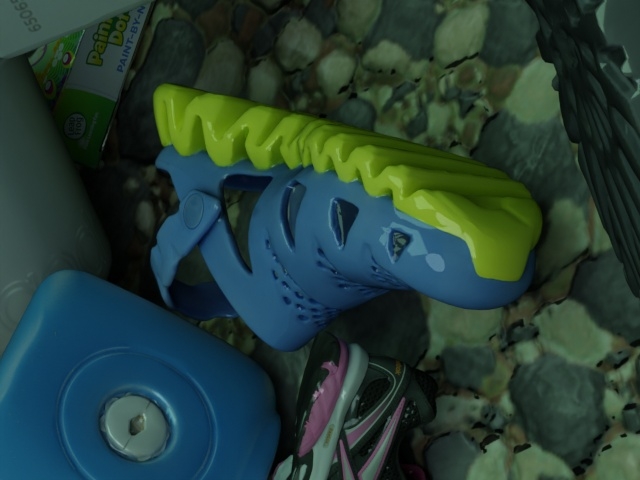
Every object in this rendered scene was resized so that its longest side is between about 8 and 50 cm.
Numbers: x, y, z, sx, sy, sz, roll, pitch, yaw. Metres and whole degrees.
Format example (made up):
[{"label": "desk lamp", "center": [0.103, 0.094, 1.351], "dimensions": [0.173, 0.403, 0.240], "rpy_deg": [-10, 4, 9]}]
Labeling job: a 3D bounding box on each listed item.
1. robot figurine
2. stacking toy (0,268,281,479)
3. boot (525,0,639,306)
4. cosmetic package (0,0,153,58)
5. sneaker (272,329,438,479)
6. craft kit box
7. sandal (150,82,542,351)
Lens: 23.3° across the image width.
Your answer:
[{"label": "robot figurine", "center": [-0.263, -0.041, 0.994], "dimensions": [0.200, 0.353, 0.300], "rpy_deg": [-17, 24, 11]}, {"label": "stacking toy", "center": [-0.162, 0.172, 0.961], "dimensions": [0.302, 0.166, 0.175], "rpy_deg": [-48, 16, 50]}, {"label": "boot", "center": [0.286, -0.138, 0.480], "dimensions": [0.445, 0.367, 0.146], "rpy_deg": [-21, 13, 2]}, {"label": "cosmetic package", "center": [-0.130, -0.387, 0.879], "dimensions": [0.329, 0.327, 0.393], "rpy_deg": [-22, 54, 3]}, {"label": "sneaker", "center": [0.015, 0.137, 0.829], "dimensions": [0.072, 0.077, 0.178], "rpy_deg": [-87, 11, -58]}, {"label": "craft kit box", "center": [-0.213, -0.202, 1.205], "dimensions": [0.250, 0.061, 0.246], "rpy_deg": [22, 91, 49]}, {"label": "sandal", "center": [0.000, 0.000, 0.863], "dimensions": [0.317, 0.126, 0.138], "rpy_deg": [18, 94, 57]}]
